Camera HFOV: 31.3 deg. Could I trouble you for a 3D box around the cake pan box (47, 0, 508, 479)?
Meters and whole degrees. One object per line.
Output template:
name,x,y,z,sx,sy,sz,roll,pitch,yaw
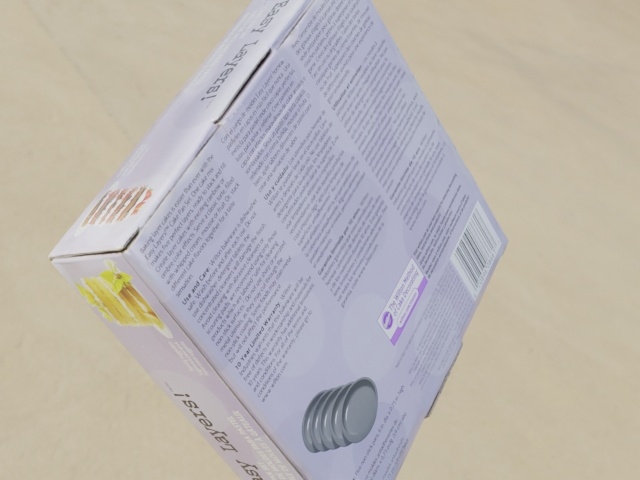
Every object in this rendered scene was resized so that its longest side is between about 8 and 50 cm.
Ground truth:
cake pan box,0.000,0.000,0.681,0.245,0.070,0.266,55,49,-33
